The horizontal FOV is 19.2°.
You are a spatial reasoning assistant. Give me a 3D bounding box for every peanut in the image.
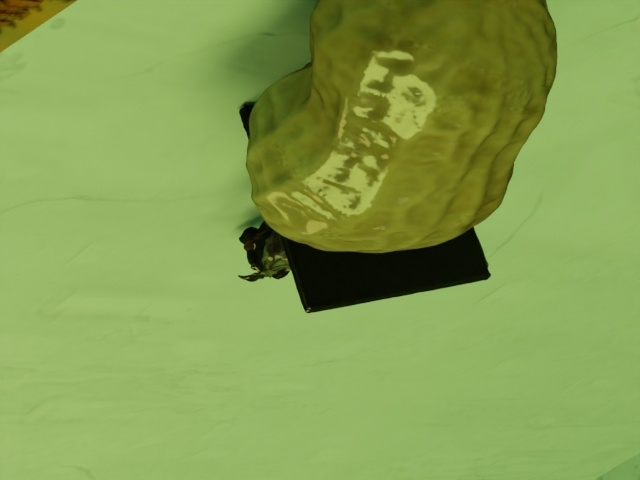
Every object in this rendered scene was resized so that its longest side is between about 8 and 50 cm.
[{"bbox_3d":[0.057,-0.091,1.199,0.197,0.110,0.233,2,134,-30],"label":"peanut"}]

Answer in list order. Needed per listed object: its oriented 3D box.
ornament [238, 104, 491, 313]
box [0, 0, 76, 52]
[{"bbox_3d":[0.000,0.000,1.377,0.166,0.153,0.196,-8,163,-30],"label":"ornament"},{"bbox_3d":[-0.187,-0.161,0.905,0.274,0.076,0.174,-31,155,18],"label":"box"}]
